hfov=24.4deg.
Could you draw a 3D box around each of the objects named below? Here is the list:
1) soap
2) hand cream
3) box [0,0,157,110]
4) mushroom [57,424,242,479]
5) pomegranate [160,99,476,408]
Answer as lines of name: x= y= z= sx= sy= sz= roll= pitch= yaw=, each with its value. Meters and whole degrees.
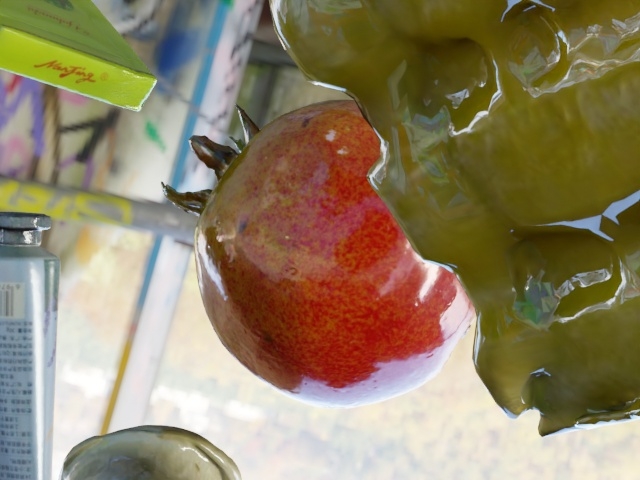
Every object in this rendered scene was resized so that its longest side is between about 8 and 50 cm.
soap: x=0.144 y=-0.107 z=0.465 sx=0.335 sy=0.156 sz=0.293 roll=-24 pitch=98 yaw=50
hand cream: x=-0.216 y=0.116 z=1.031 sx=0.091 sy=0.271 sz=0.058 roll=4 pitch=-177 yaw=38
box: x=-0.311 y=-0.254 z=1.476 sx=0.187 sy=0.047 sz=0.335 roll=16 pitch=-155 yaw=-46
mushroom: x=-0.082 y=0.117 z=0.487 sx=0.092 sy=0.081 sz=0.223 roll=25 pitch=-166 yaw=14
pomegranate: x=0.000 y=0.000 z=1.080 sx=0.256 sy=0.221 sz=0.221 roll=30 pitch=173 yaw=21
